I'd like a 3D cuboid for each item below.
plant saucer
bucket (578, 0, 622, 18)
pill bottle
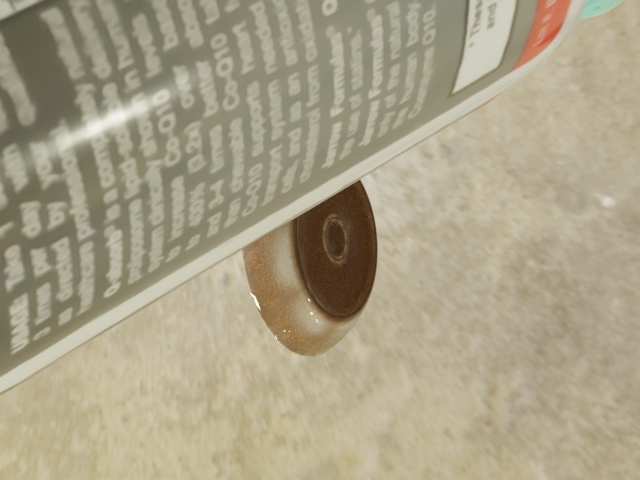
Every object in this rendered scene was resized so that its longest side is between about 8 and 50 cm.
[{"bbox_3d":[0.000,0.000,1.411,0.036,0.198,0.199,-6,100,32],"label":"plant saucer"},{"bbox_3d":[0.115,-0.281,1.183,0.281,0.183,0.281,12,110,37],"label":"bucket"},{"bbox_3d":[-0.106,-0.068,0.479,0.363,0.210,0.210,-32,100,-29],"label":"pill bottle"}]
